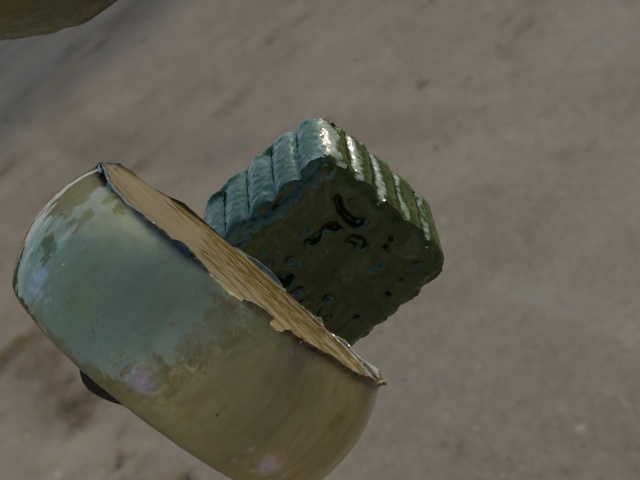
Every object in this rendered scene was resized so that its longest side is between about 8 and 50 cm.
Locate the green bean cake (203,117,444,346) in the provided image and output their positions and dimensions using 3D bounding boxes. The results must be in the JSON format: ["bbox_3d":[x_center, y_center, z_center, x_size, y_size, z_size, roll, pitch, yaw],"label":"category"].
[{"bbox_3d":[0.000,0.000,2.229,0.247,0.250,0.156,-38,32,21],"label":"green bean cake"}]

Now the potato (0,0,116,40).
[{"bbox_3d":[-0.295,-0.234,1.439,0.112,0.255,0.269,-37,39,52],"label":"potato"}]

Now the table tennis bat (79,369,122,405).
[{"bbox_3d":[-0.206,0.177,2.322,0.138,0.246,0.022,-55,34,22],"label":"table tennis bat"}]

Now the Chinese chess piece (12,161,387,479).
[{"bbox_3d":[-0.080,0.057,1.137,0.104,0.257,0.257,-53,16,3],"label":"Chinese chess piece"}]
